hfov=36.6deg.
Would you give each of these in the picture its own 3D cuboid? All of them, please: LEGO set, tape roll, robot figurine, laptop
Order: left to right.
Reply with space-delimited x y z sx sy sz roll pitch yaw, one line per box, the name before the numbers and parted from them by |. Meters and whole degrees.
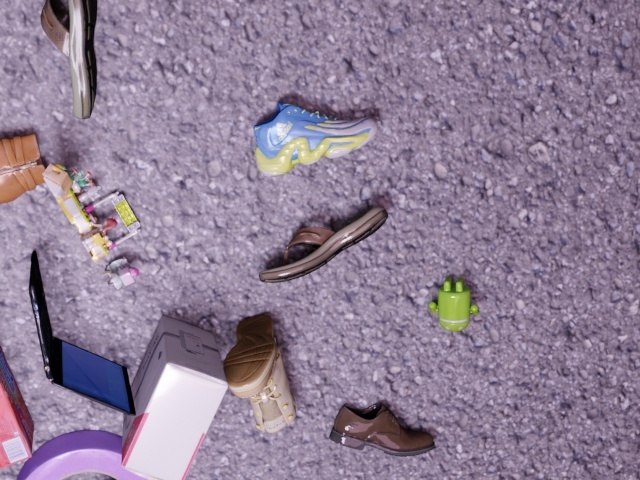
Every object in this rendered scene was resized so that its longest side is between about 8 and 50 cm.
laptop | -0.421 0.160 1.704 0.136 0.234 0.264 -10 106 -13
tape roll | -0.451 0.509 1.861 0.274 0.090 0.275 -4 105 -15
LEGO set | -0.394 -0.056 1.711 0.107 0.132 0.287 -31 131 -12
robot figurine | 0.273 0.134 1.969 0.101 0.067 0.115 2 105 13

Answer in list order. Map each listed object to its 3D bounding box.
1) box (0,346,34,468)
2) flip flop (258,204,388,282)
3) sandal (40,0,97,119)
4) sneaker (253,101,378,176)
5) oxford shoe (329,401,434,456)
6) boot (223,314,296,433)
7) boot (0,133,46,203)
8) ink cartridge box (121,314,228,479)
box | -0.636 0.259 1.720 0.154 0.142 0.300 -21 108 -9
flip flop | 0.000 0.000 1.853 0.277 0.112 0.080 -32 84 -3
sandal | -0.431 -0.356 1.639 0.086 0.120 0.303 1 104 -1
sneaker | -0.015 -0.209 1.795 0.240 0.091 0.126 -22 108 -8
oxford shoe | 0.139 0.387 1.992 0.227 0.083 0.096 14 96 -19
boot | -0.108 0.279 1.808 0.095 0.262 0.204 -12 109 3
boot | -0.568 -0.159 1.673 0.152 0.073 0.197 -21 120 -8
ink cartridge box | -0.270 0.282 1.750 0.117 0.283 0.207 23 97 -15
